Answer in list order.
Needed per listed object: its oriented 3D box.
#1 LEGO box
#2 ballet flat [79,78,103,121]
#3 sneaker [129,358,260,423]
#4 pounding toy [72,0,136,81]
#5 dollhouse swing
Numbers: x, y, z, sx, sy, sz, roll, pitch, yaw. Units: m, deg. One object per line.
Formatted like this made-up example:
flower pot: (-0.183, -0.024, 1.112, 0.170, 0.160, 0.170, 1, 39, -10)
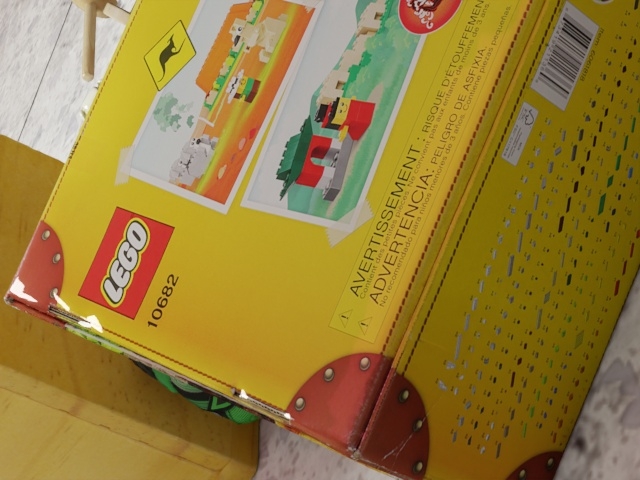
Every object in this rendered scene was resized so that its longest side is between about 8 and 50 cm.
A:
LEGO box: (0.050, -0.113, 1.148, 0.372, 0.193, 0.500, 19, 84, 46)
ballet flat: (-0.213, -0.133, 1.921, 0.107, 0.106, 0.316, -61, 24, 9)
sneaker: (0.000, 0.000, 1.384, 0.343, 0.146, 0.134, -54, -19, 0)
pounding toy: (-0.165, -0.217, 1.880, 0.269, 0.154, 0.155, 32, 97, 46)
dollhouse swing: (-0.276, 0.146, 1.498, 0.305, 0.347, 0.315, -45, 31, 38)
